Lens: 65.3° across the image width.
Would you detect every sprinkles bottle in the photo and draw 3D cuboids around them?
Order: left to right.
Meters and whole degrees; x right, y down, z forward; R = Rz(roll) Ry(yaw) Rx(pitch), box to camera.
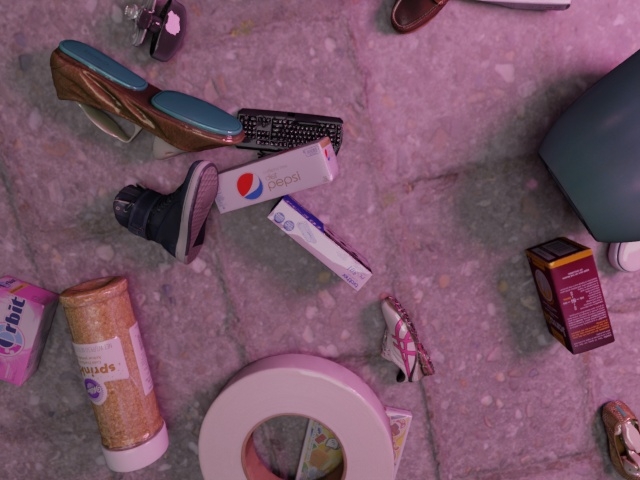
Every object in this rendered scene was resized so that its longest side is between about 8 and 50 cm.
[{"bbox_3d":[-0.386,0.251,0.946,0.121,0.121,0.355,-9,102,1],"label":"sprinkles bottle"}]

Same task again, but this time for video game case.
[{"bbox_3d":[0.065,0.442,1.044,0.206,0.026,0.227,11,102,-4],"label":"video game case"}]

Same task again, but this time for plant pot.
[{"bbox_3d":[0.501,-0.132,0.795,0.235,0.293,0.293,-33,102,22],"label":"plant pot"}]

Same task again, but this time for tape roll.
[{"bbox_3d":[-0.049,0.418,0.991,0.392,0.072,0.392,1,101,6],"label":"tape roll"}]

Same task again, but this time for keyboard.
[{"bbox_3d":[-0.056,-0.180,0.895,0.192,0.038,0.100,4,103,-1],"label":"keyboard"}]

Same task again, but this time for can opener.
[{"bbox_3d":[-0.247,-0.444,0.825,0.093,0.074,0.280,13,107,-39],"label":"can opener"}]

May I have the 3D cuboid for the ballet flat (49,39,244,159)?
[{"bbox_3d":[-0.300,-0.214,0.856,0.342,0.116,0.124,24,122,-6],"label":"ballet flat"}]

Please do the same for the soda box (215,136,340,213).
[{"bbox_3d":[-0.081,-0.113,0.863,0.216,0.074,0.069,-14,106,18],"label":"soda box"}]

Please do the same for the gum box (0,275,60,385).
[{"bbox_3d":[-0.589,0.177,0.955,0.107,0.062,0.188,22,101,-5],"label":"gum box"}]

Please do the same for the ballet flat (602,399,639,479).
[{"bbox_3d":[0.635,0.429,1.027,0.073,0.067,0.206,-26,102,4],"label":"ballet flat"}]

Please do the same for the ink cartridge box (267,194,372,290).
[{"bbox_3d":[0.000,0.000,0.905,0.207,0.097,0.046,39,99,-8],"label":"ink cartridge box"}]

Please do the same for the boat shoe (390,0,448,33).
[{"bbox_3d":[0.195,-0.427,0.811,0.207,0.073,0.073,-43,91,18],"label":"boat shoe"}]

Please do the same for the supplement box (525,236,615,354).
[{"bbox_3d":[0.463,0.100,0.931,0.081,0.104,0.188,-20,102,4],"label":"supplement box"}]

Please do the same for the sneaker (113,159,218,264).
[{"bbox_3d":[-0.270,-0.073,0.854,0.163,0.086,0.226,31,131,4],"label":"sneaker"}]

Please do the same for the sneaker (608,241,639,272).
[{"bbox_3d":[0.643,-0.040,0.907,0.094,0.091,0.258,39,99,-9],"label":"sneaker"}]

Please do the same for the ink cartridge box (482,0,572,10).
[{"bbox_3d":[0.313,-0.494,0.833,0.232,0.066,0.189,11,104,18],"label":"ink cartridge box"}]

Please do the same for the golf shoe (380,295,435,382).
[{"bbox_3d":[0.151,0.198,0.968,0.086,0.067,0.186,-25,102,6],"label":"golf shoe"}]
